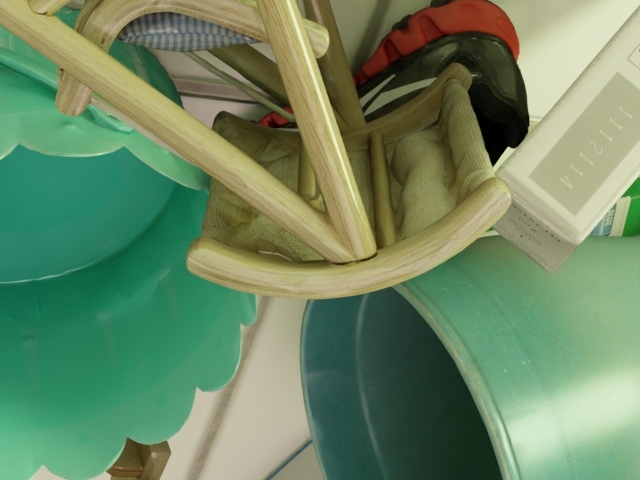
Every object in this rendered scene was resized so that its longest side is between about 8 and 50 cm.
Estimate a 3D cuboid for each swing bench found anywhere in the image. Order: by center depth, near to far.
[{"bbox_3d":[-0.036,-0.105,0.958,0.165,0.253,0.254,-34,105,11],"label":"swing bench"}]

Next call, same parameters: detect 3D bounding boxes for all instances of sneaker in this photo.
[{"bbox_3d":[0.026,-0.045,1.172,0.276,0.135,0.097,-34,134,12],"label":"sneaker"}]

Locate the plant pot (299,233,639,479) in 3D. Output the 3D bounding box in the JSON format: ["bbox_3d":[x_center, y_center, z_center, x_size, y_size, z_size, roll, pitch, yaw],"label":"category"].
[{"bbox_3d":[0.162,0.112,1.215,0.255,0.271,0.271,-17,135,-25],"label":"plant pot"}]

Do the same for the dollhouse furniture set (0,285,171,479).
[{"bbox_3d":[-0.170,0.131,1.243,0.144,0.151,0.123,6,127,-27],"label":"dollhouse furniture set"}]

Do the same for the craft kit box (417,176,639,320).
[{"bbox_3d":[0.181,0.054,1.373,0.250,0.061,0.246,-14,136,-8],"label":"craft kit box"}]

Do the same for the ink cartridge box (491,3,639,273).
[{"bbox_3d":[0.209,-0.111,1.060,0.296,0.066,0.261,-49,175,-5],"label":"ink cartridge box"}]

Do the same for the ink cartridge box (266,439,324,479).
[{"bbox_3d":[0.029,0.258,1.476,0.139,0.082,0.191,-43,129,19],"label":"ink cartridge box"}]

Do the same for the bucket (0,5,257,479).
[{"bbox_3d":[-0.188,-0.002,1.089,0.281,0.183,0.281,-8,132,-10],"label":"bucket"}]
